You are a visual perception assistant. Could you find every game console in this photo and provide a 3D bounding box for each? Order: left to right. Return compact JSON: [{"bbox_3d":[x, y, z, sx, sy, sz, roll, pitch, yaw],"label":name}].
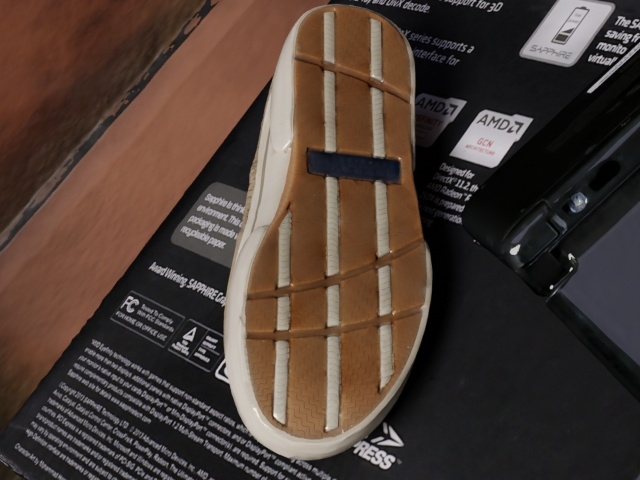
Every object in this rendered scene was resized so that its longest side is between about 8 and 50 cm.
[{"bbox_3d":[0.104,-0.017,0.408,0.122,0.071,0.107,-42,9,1],"label":"game console"}]

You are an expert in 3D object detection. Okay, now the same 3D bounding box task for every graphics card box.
[{"bbox_3d":[0.090,-0.029,0.518,0.233,0.094,0.371,21,70,51],"label":"graphics card box"}]

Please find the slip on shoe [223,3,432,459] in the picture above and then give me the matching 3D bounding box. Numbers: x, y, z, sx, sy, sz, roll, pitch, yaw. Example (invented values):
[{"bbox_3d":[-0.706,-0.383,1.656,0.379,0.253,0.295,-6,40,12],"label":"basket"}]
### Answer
[{"bbox_3d":[0.000,0.000,0.468,0.041,0.051,0.135,114,161,-55],"label":"slip on shoe"}]
